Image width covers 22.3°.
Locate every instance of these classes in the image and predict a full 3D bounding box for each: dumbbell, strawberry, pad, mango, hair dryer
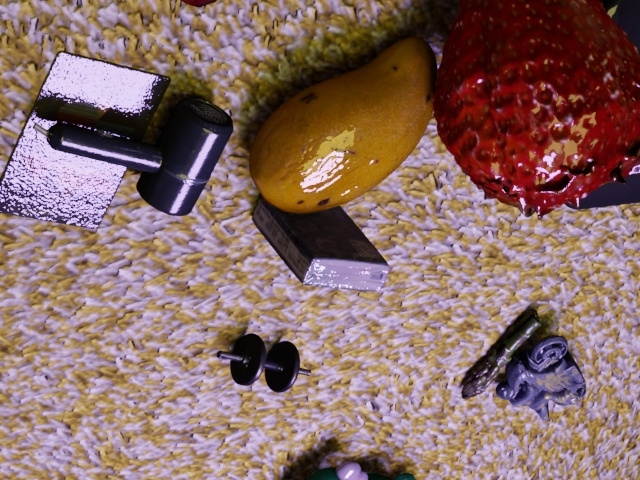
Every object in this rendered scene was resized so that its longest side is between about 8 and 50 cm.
[{"bbox_3d":[-0.071,0.157,2.069,0.147,0.069,0.069,16,117,-37],"label":"dumbbell"},{"bbox_3d":[0.231,-0.183,1.807,0.238,0.250,0.288,-31,112,-49],"label":"strawberry"},{"bbox_3d":[-0.267,-0.106,1.792,0.143,0.003,0.211,10,121,-34],"label":"pad"},{"bbox_3d":[0.036,-0.126,1.866,0.262,0.109,0.157,-36,131,0],"label":"mango"},{"bbox_3d":[-0.211,-0.108,1.777,0.219,0.071,0.124,11,119,-32],"label":"hair dryer"}]

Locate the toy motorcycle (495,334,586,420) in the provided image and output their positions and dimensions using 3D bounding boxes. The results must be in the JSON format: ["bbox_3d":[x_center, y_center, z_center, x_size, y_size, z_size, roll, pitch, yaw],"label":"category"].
[{"bbox_3d":[0.313,0.203,2.322,0.124,0.061,0.193,-25,143,5],"label":"toy motorcycle"}]

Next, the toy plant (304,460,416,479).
[{"bbox_3d":[0.041,0.405,2.306,0.232,0.112,0.243,12,125,-33],"label":"toy plant"}]

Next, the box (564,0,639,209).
[{"bbox_3d":[0.422,-0.185,2.011,0.289,0.073,0.290,-7,118,-31],"label":"box"}]

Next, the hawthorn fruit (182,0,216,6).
[{"bbox_3d":[-0.129,-0.276,1.678,0.077,0.077,0.077,-15,132,-17],"label":"hawthorn fruit"}]

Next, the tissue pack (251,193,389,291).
[{"bbox_3d":[0.000,0.000,1.918,0.112,0.156,0.051,5,119,-32],"label":"tissue pack"}]

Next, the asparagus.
[{"bbox_3d":[0.253,0.163,2.274,0.165,0.036,0.030,-51,147,15],"label":"asparagus"}]
